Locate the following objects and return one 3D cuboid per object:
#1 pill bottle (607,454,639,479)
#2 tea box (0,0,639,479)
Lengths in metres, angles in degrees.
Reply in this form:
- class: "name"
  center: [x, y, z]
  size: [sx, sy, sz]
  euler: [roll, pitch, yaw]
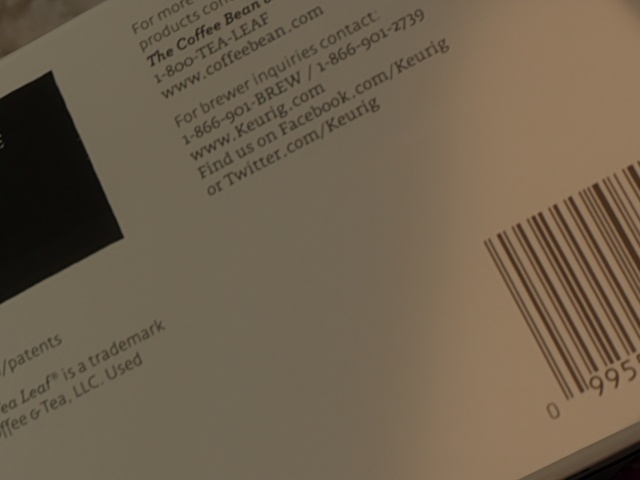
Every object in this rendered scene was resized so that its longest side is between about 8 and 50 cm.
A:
- class: "pill bottle"
  center: [0.249, 0.168, 0.664]
  size: [0.302, 0.169, 0.169]
  euler: [-36, 77, -13]
- class: "tea box"
  center: [0.004, 0.037, 0.535]
  size: [0.329, 0.323, 0.220]
  euler: [-27, 75, 7]
